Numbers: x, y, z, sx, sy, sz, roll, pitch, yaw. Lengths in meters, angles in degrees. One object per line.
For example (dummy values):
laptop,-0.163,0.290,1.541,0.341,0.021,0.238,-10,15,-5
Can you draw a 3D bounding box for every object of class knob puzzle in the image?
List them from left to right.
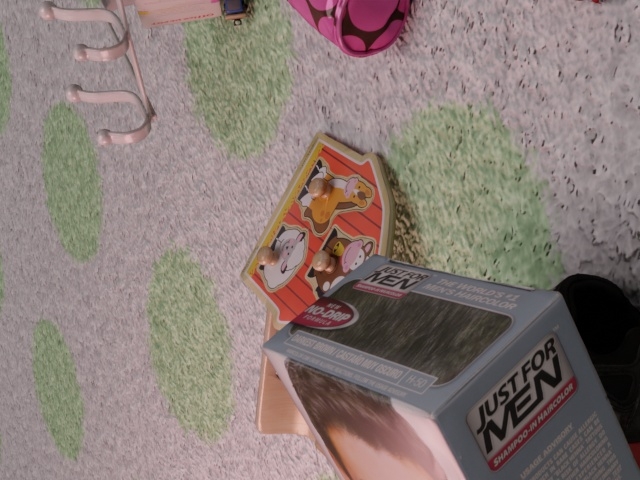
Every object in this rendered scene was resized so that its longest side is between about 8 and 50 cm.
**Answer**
knob puzzle,0.000,0.000,1.014,0.213,0.030,0.213,-26,53,40

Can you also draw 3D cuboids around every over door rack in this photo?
over door rack,-0.264,-0.288,1.221,0.324,0.108,0.239,-104,6,-48

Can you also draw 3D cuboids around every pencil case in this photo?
pencil case,0.000,-0.253,0.972,0.209,0.095,0.098,49,121,38

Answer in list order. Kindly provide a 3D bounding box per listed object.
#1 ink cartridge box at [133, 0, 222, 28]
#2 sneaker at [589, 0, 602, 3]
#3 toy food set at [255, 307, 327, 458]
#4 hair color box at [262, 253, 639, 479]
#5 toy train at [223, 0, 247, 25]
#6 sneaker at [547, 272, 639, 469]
ink cartridge box,-0.160,-0.294,1.168,0.143,0.092,0.090,116,144,-83
sneaker,0.168,-0.196,0.765,0.118,0.067,0.042,-94,8,-63
toy food set,0.033,0.175,1.029,0.306,0.092,0.220,40,130,48
hair color box,0.128,0.199,0.718,0.185,0.113,0.374,11,134,57
toy train,-0.101,-0.312,1.165,0.036,0.027,0.158,-139,40,-87
sneaker,0.161,0.081,0.790,0.276,0.097,0.135,16,112,54
